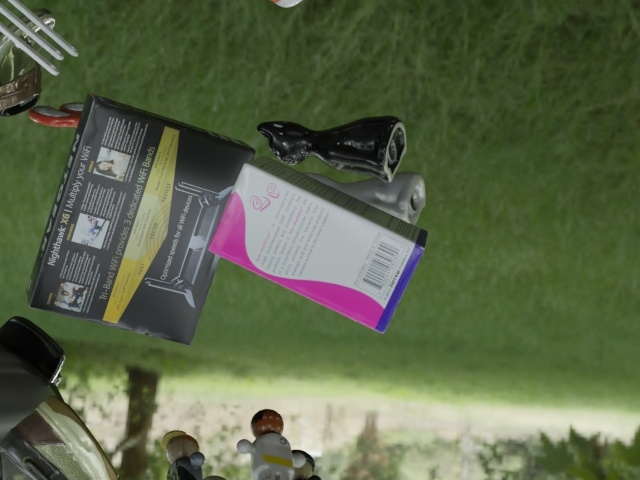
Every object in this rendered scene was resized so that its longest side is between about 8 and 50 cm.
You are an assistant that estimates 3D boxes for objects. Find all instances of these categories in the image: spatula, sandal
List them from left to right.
[{"bbox_3d":[-0.435,-0.312,1.450,0.242,0.019,0.168,42,-164,-15],"label":"spatula"},{"bbox_3d":[-0.489,-0.225,1.709,0.086,0.303,0.120,30,-171,4],"label":"sandal"}]

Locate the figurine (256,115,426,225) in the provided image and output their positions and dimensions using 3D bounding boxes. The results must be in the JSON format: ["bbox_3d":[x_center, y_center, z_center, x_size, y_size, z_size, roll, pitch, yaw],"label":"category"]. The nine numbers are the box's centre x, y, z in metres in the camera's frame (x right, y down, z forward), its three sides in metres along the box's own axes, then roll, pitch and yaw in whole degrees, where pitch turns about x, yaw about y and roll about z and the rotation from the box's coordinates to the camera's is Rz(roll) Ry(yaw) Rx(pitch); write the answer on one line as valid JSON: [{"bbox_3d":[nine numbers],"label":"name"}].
[{"bbox_3d":[0.031,-0.101,1.589,0.209,0.092,0.215,8,151,24],"label":"figurine"}]

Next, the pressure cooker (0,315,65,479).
[{"bbox_3d":[-0.496,0.285,1.312,0.369,0.376,0.420,-9,173,5],"label":"pressure cooker"}]

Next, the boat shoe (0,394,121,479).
[{"bbox_3d":[-0.128,0.161,0.617,0.049,0.152,0.056,-33,-171,-20],"label":"boat shoe"}]

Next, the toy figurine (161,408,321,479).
[{"bbox_3d":[-0.113,0.350,1.572,0.213,0.148,0.209,-18,133,8],"label":"toy figurine"}]

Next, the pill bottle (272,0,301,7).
[{"bbox_3d":[-0.127,-0.509,1.501,0.363,0.210,0.210,34,162,-17],"label":"pill bottle"}]

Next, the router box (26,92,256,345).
[{"bbox_3d":[-0.258,-0.026,1.555,0.243,0.309,0.081,17,-172,-22],"label":"router box"}]

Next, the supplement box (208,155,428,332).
[{"bbox_3d":[0.000,0.000,1.242,0.220,0.111,0.114,26,-168,2],"label":"supplement box"}]

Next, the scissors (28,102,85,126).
[{"bbox_3d":[-0.353,-0.179,1.720,0.109,0.021,0.297,-14,-153,-41],"label":"scissors"}]
